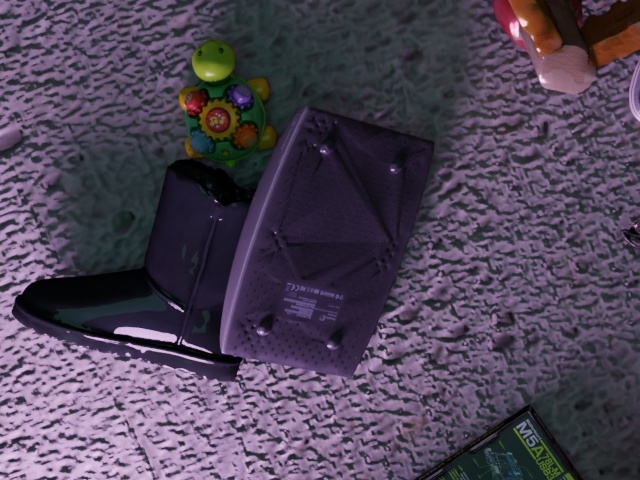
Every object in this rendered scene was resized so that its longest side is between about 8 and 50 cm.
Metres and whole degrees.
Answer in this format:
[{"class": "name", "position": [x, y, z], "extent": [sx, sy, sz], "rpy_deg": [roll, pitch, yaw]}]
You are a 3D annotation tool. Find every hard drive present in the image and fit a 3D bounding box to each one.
[{"class": "hard drive", "position": [0.000, 0.000, 1.755], "extent": [0.172, 0.054, 0.254], "rpy_deg": [13, 101, -31]}]

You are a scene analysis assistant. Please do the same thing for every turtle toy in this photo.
[{"class": "turtle toy", "position": [-0.099, -0.136, 1.789], "extent": [0.095, 0.066, 0.130], "rpy_deg": [-7, 95, 9]}]

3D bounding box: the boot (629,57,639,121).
[{"class": "boot", "position": [0.359, -0.193, 1.707], "extent": [0.069, 0.086, 0.190], "rpy_deg": [33, 99, 4]}]

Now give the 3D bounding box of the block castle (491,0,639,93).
[{"class": "block castle", "position": [0.317, -0.368, 1.586], "extent": [0.453, 0.213, 0.303], "rpy_deg": [-27, 123, 13]}]

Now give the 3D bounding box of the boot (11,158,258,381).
[{"class": "boot", "position": [-0.170, 0.014, 1.798], "extent": [0.246, 0.094, 0.207], "rpy_deg": [15, 101, 0]}]

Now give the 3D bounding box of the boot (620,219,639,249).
[{"class": "boot", "position": [0.451, 0.000, 1.716], "extent": [0.263, 0.091, 0.229], "rpy_deg": [-32, 80, -1]}]

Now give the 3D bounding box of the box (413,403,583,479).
[{"class": "box", "position": [0.190, 0.294, 1.804], "extent": [0.184, 0.045, 0.190], "rpy_deg": [-36, 89, 8]}]
